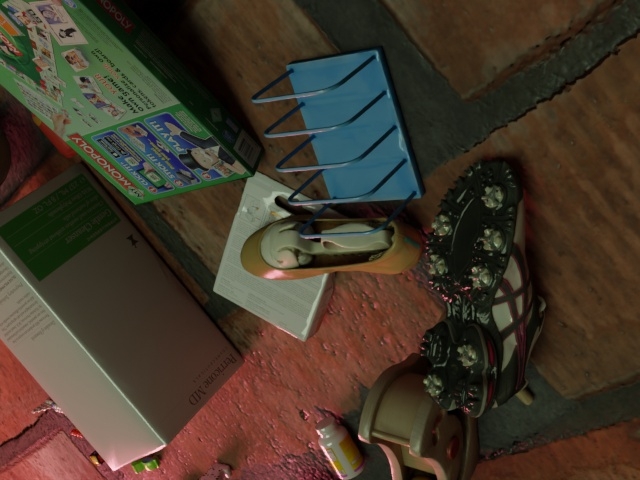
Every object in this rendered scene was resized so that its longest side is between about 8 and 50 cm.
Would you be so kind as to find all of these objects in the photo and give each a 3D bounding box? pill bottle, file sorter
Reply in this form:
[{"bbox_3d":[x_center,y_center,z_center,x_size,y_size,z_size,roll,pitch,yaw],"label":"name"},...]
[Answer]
[{"bbox_3d":[0.025,0.282,1.294,0.043,0.043,0.083,-16,110,40],"label":"pill bottle"},{"bbox_3d":[0.016,-0.099,0.997,0.118,0.104,0.170,-2,118,35],"label":"file sorter"}]

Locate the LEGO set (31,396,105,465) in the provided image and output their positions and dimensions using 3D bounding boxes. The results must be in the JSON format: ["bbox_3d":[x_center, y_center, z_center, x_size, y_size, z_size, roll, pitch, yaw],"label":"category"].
[{"bbox_3d":[-0.380,0.288,1.571,0.182,0.060,0.244,41,135,9],"label":"LEGO set"}]

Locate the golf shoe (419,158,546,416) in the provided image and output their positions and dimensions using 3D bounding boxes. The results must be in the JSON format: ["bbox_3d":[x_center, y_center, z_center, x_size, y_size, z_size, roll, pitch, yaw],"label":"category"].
[{"bbox_3d":[0.179,0.047,0.998,0.105,0.120,0.272,22,110,49],"label":"golf shoe"}]

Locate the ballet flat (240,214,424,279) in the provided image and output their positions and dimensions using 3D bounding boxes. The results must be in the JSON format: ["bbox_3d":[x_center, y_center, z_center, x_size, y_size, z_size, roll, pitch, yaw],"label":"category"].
[{"bbox_3d":[0.000,0.000,1.078,0.232,0.073,0.080,-4,73,24],"label":"ballet flat"}]

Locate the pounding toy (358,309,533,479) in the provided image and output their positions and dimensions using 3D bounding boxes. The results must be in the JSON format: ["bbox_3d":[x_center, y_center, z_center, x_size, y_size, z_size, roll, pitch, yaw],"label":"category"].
[{"bbox_3d":[0.147,0.221,1.091,0.155,0.154,0.269,10,125,29],"label":"pounding toy"}]

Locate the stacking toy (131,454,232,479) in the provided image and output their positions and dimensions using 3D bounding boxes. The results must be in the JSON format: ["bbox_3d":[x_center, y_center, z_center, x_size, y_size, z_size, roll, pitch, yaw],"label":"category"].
[{"bbox_3d":[-0.208,0.439,1.558,0.221,0.052,0.167,-2,118,36],"label":"stacking toy"}]

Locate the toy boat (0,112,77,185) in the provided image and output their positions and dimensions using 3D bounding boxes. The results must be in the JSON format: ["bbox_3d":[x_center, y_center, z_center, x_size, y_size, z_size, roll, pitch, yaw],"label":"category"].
[{"bbox_3d":[-0.464,-0.125,1.254,0.318,0.267,0.148,-27,113,11],"label":"toy boat"}]

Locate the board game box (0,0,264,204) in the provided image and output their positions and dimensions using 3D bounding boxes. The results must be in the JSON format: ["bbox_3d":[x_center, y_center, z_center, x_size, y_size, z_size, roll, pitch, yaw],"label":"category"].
[{"bbox_3d":[-0.243,-0.168,1.083,0.214,0.046,0.317,-9,138,39],"label":"board game box"}]

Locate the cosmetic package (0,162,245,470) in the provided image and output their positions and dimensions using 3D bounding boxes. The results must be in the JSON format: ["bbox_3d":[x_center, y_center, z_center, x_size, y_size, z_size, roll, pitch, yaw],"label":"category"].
[{"bbox_3d":[-0.305,0.105,1.296,0.365,0.197,0.155,50,133,-7],"label":"cosmetic package"}]

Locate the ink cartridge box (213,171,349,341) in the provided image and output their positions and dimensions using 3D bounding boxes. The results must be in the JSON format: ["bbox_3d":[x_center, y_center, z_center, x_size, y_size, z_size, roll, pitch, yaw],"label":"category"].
[{"bbox_3d":[-0.046,0.016,1.176,0.145,0.045,0.179,27,113,17],"label":"ink cartridge box"}]
